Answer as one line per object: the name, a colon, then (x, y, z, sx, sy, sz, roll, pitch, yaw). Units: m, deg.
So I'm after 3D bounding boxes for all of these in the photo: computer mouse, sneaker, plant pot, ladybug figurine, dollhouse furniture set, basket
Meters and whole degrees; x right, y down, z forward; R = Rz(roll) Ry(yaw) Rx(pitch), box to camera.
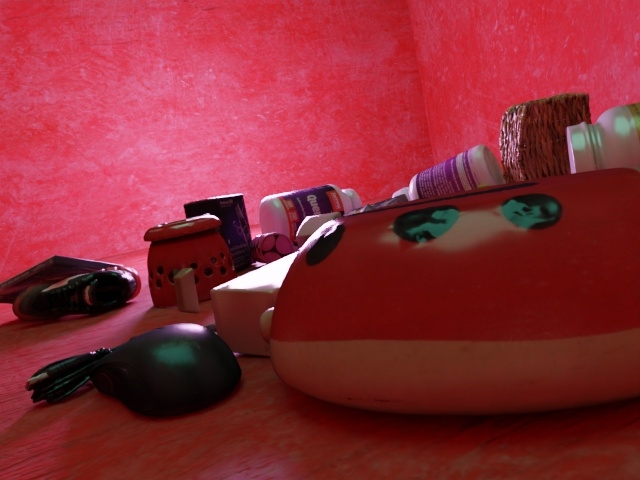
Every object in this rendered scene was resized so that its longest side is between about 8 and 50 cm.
computer mouse: (-0.204, 0.136, 0.600, 0.272, 0.072, 0.189, -5, 8, 42)
sneaker: (-0.549, 0.122, 1.167, 0.276, 0.097, 0.135, -11, 4, -17)
plant pot: (-0.291, 0.041, 1.138, 0.191, 0.174, 0.191, -12, 8, 2)
ladybug figurine: (0.151, 0.036, 0.483, 0.450, 0.161, 0.305, -10, 7, 10)
plant pot: (0.000, 0.000, 1.327, 0.109, 0.109, 0.096, -7, 21, 35)
dollhouse furniture set: (-0.150, 0.091, 0.734, 0.081, 0.114, 0.091, -11, 3, -42)
basket: (0.568, -0.217, 1.369, 0.214, 0.299, 0.223, -13, 9, -5)

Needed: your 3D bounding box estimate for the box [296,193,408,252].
box: (0.082, -0.020, 1.209, 0.183, 0.056, 0.231, -15, 17, 48)

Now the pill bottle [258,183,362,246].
pill bottle: (-0.028, -0.083, 1.709, 0.323, 0.181, 0.181, -15, 8, -26)

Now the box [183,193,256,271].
box: (-0.271, -0.016, 1.418, 0.108, 0.207, 0.153, -9, 7, 20)

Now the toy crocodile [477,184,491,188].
toy crocodile: (0.306, -0.060, 1.295, 0.341, 0.105, 0.115, -14, 7, -19)

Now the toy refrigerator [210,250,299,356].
toy refrigerator: (-0.025, 0.076, 0.745, 0.102, 0.094, 0.269, -2, 12, 31)

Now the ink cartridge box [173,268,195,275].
ink cartridge box: (-0.373, 0.060, 1.572, 0.209, 0.062, 0.109, -10, 6, 5)

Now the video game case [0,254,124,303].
video game case: (-0.654, 0.105, 1.271, 0.274, 0.026, 0.196, -22, -19, 23)

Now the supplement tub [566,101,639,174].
supplement tub: (0.601, -0.131, 0.875, 0.316, 0.228, 0.228, -7, 7, 24)

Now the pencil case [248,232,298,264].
pencil case: (-0.128, 0.025, 1.352, 0.098, 0.095, 0.209, -6, 3, -16)

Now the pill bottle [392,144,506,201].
pill bottle: (0.367, -0.143, 1.504, 0.302, 0.169, 0.169, -24, -1, 33)

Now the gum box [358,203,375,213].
gum box: (0.116, 0.013, 0.802, 0.041, 0.157, 0.184, -49, -1, 10)
